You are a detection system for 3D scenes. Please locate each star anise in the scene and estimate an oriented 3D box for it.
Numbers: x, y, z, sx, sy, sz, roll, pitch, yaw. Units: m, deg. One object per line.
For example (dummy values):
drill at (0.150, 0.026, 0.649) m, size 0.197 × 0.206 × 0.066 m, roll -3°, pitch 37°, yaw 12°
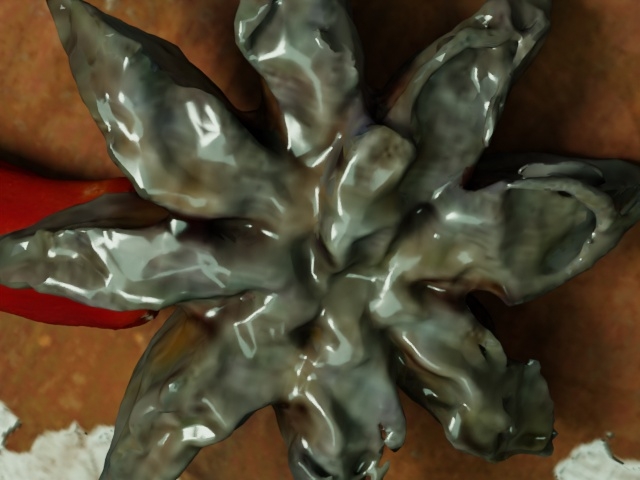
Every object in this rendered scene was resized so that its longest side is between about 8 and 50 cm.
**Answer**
star anise at (-0.002, -0.001, 0.867) m, size 0.331 × 0.117 × 0.332 m, roll -2°, pitch 102°, yaw -8°

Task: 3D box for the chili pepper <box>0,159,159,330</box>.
chili pepper at (-0.195, -0.044, 0.953) m, size 0.368 × 0.092 × 0.137 m, roll 28°, pitch 105°, yaw 0°
